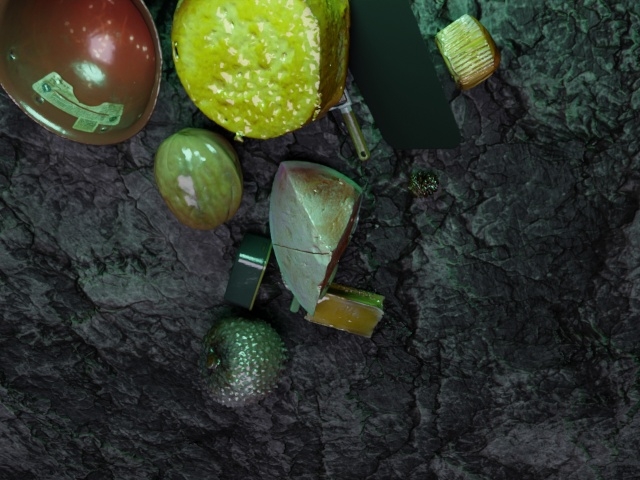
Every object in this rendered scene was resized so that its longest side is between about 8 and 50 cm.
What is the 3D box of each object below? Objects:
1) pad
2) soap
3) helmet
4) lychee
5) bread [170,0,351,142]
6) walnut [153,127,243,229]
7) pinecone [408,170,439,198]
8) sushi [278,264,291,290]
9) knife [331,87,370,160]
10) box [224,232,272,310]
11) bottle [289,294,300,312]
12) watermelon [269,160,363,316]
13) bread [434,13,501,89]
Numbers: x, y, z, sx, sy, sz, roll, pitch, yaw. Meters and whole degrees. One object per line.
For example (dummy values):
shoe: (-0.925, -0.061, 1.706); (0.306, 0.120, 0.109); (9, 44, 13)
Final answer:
pad: (0.201, -0.370, 1.071); (0.063, 0.315, 0.375); (-46, 122, -21)
soap: (0.077, 0.216, 1.548); (0.233, 0.076, 0.135); (15, 125, -10)
helmet: (-0.473, -0.417, 1.036); (0.337, 0.230, 0.385); (21, 123, -11)
lychee: (-0.242, 0.382, 1.539); (0.300, 0.300, 0.300); (1, 125, 1)
bread: (-0.124, -0.416, 1.031); (0.398, 0.215, 0.398); (7, 125, 9)
walnut: (-0.297, -0.151, 1.221); (0.225, 0.225, 0.261); (-14, 122, 11)
pinecone: (0.272, -0.149, 1.293); (0.083, 0.077, 0.077); (-18, 126, -18)
sushi: (-0.077, 0.083, 1.459); (0.090, 0.078, 0.150); (-6, 125, 14)
knife: (0.043, -0.338, 1.196); (0.061, 0.027, 0.343); (-15, 123, 17)
box: (-0.210, 0.088, 1.430); (0.090, 0.144, 0.201); (18, 124, -5)
bottle: (-0.076, 0.191, 1.563); (0.030, 0.030, 0.083); (12, 123, -6)
watermelon: (0.013, -0.022, 1.318); (0.222, 0.319, 0.292); (-18, 150, -29)
bread: (0.315, -0.401, 1.044); (0.114, 0.190, 0.132); (-30, 91, 15)
